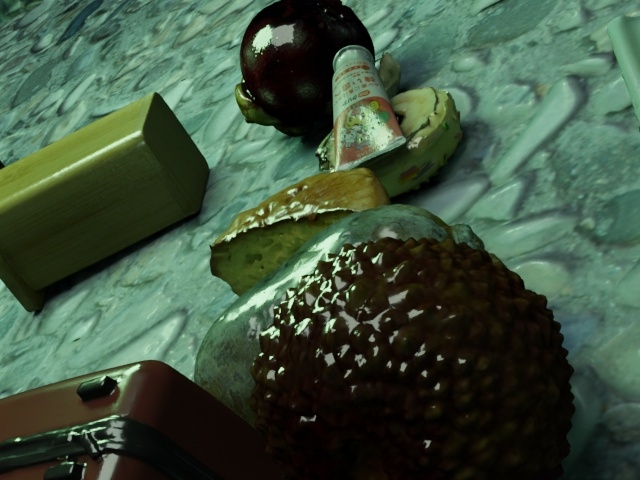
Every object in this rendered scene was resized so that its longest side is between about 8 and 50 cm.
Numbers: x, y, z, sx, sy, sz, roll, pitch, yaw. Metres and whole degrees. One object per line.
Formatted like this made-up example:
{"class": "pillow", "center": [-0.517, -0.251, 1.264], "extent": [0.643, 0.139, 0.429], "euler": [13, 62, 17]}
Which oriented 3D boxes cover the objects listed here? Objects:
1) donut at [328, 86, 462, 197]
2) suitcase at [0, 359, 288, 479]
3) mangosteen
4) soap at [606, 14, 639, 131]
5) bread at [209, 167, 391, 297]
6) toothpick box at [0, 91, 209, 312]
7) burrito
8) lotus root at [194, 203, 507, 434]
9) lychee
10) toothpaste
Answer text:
{"class": "donut", "center": [0.091, -0.110, 1.605], "extent": [0.174, 0.068, 0.174], "euler": [-29, 24, 14]}
{"class": "suitcase", "center": [-0.185, 0.232, 1.188], "extent": [0.297, 0.236, 0.161], "euler": [-18, 42, 36]}
{"class": "mangosteen", "center": [-0.032, -0.224, 1.855], "extent": [0.230, 0.194, 0.194], "euler": [-53, 15, 31]}
{"class": "soap", "center": [0.328, -0.106, 1.180], "extent": [0.094, 0.150, 0.261], "euler": [-26, 26, 16]}
{"class": "bread", "center": [0.008, -0.007, 1.468], "extent": [0.260, 0.129, 0.134], "euler": [-10, 35, 43]}
{"class": "toothpick box", "center": [-0.333, -0.066, 1.972], "extent": [0.308, 0.187, 0.190], "euler": [-25, 26, 17]}
{"class": "burrito", "center": [0.051, -0.152, 1.747], "extent": [0.063, 0.058, 0.229], "euler": [-12, 37, 36]}
{"class": "lotus root", "center": [0.003, 0.084, 1.276], "extent": [0.349, 0.175, 0.175], "euler": [-33, 25, 8]}
{"class": "lychee", "center": [0.083, 0.107, 1.045], "extent": [0.271, 0.271, 0.271], "euler": [-30, 26, 16]}
{"class": "toothpaste", "center": [0.049, -0.152, 1.602], "extent": [0.089, 0.057, 0.234], "euler": [-26, 34, 13]}
